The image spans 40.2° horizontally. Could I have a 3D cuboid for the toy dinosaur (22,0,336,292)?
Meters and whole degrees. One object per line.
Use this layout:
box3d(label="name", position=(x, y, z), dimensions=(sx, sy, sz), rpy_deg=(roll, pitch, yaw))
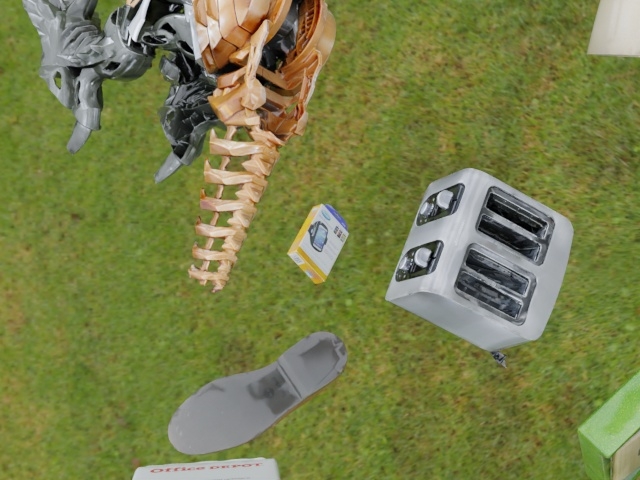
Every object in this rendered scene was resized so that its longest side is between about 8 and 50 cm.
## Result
box3d(label="toy dinosaur", position=(-0.067, -0.137, 0.553), dimensions=(0.218, 0.164, 0.321), rpy_deg=(-17, 42, 39))

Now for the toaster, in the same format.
box3d(label="toaster", position=(0.191, 0.031, 1.023), dimensions=(0.186, 0.110, 0.168), rpy_deg=(28, 71, -12))

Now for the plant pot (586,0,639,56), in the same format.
box3d(label="plant pot", position=(0.617, -0.460, 1.538), dimensions=(0.257, 0.256, 0.273), rpy_deg=(10, 103, 30))

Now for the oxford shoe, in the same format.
box3d(label="oxford shoe", position=(-0.062, 0.174, 0.951), dimensions=(0.212, 0.076, 0.076), rpy_deg=(-26, 71, -2))

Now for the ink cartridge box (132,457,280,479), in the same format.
box3d(label="ink cartridge box", position=(-0.145, 0.378, 1.111), dimensions=(0.202, 0.278, 0.117), rpy_deg=(-2, 94, -6))

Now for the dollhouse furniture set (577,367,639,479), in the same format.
box3d(label="dollhouse furniture set", position=(0.285, 0.310, 0.841), dimensions=(0.301, 0.151, 0.197), rpy_deg=(-40, 56, -10))

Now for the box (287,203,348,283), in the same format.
box3d(label="box", position=(0.000, 0.000, 1.545), dimensions=(0.028, 0.136, 0.081), rpy_deg=(-19, 123, 42))
